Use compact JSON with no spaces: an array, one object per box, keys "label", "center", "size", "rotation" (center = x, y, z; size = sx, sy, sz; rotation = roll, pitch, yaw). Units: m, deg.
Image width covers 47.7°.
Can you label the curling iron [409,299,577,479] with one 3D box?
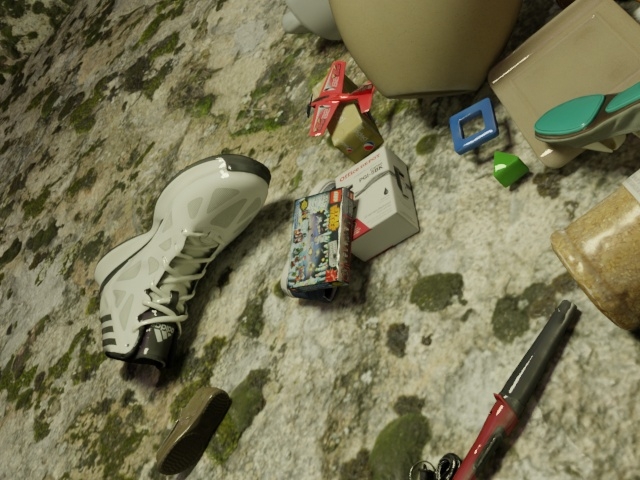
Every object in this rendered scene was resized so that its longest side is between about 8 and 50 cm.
[{"label":"curling iron","center":[0.183,0.175,0.763],"size":[0.274,0.035,0.068],"rotation":[-55,37,0]}]

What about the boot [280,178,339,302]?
[{"label":"boot","center":[0.013,0.001,1.068],"size":[0.086,0.069,0.190],"rotation":[9,77,42]}]

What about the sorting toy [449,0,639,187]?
[{"label":"sorting toy","center":[0.322,-0.199,0.897],"size":[0.347,0.047,0.196],"rotation":[-38,44,21]}]

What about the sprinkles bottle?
[{"label":"sprinkles bottle","center":[0.387,-0.066,0.658],"size":[0.355,0.121,0.121],"rotation":[-40,39,18]}]

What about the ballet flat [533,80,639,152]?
[{"label":"ballet flat","center":[0.316,-0.125,0.771],"size":[0.072,0.068,0.213],"rotation":[-50,14,-21]}]

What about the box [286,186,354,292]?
[{"label":"box","center":[0.000,0.000,1.009],"size":[0.094,0.027,0.137],"rotation":[-13,65,38]}]

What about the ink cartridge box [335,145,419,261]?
[{"label":"ink cartridge box","center":[0.078,-0.054,1.037],"size":[0.099,0.056,0.135],"rotation":[-33,43,28]}]

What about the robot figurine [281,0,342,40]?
[{"label":"robot figurine","center":[0.064,-0.483,1.250],"size":[0.353,0.300,0.199],"rotation":[-19,5,45]}]

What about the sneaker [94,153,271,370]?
[{"label":"sneaker","center":[-0.225,0.068,1.220],"size":[0.447,0.169,0.258],"rotation":[-39,48,32]}]

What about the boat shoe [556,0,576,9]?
[{"label":"boat shoe","center":[0.385,-0.345,0.925],"size":[0.178,0.064,0.060],"rotation":[-22,45,32]}]

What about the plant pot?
[{"label":"plant pot","center":[0.151,-0.300,1.016],"size":[0.284,0.284,0.191],"rotation":[4,101,49]}]

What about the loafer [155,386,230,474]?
[{"label":"loafer","center":[-0.192,0.280,1.077],"size":[0.148,0.056,0.050],"rotation":[-51,35,-12]}]

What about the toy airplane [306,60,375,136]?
[{"label":"toy airplane","center":[0.035,-0.227,1.146],"size":[0.151,0.028,0.151],"rotation":[-26,46,31]}]

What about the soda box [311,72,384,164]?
[{"label":"soda box","center":[0.042,-0.208,1.196],"size":[0.061,0.058,0.181],"rotation":[-39,39,19]}]
